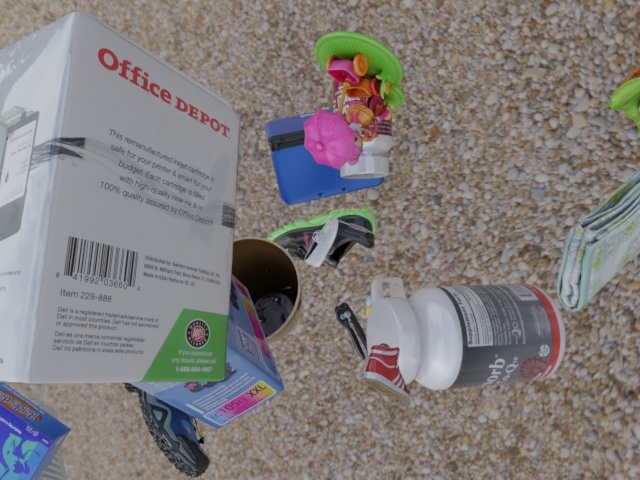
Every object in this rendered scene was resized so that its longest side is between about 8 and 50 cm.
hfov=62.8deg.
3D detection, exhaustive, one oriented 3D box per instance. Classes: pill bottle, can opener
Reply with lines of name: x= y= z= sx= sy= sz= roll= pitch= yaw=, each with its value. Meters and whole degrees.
pill bottle: x=0.086 y=-0.242 z=1.075 sx=0.121 sy=0.121 sz=0.221 roll=-2 pitch=90 yaw=37
pill bottle: x=0.293 y=0.198 z=1.089 sx=0.210 sy=0.363 sz=0.210 roll=180 pitch=90 yaw=-73
can opener: x=0.105 y=0.275 z=1.604 sx=0.059 sy=0.073 sz=0.186 roll=-33 pitch=78 yaw=3

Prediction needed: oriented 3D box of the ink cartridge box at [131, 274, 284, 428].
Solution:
ink cartridge box: x=-0.245 y=0.100 z=0.839 sx=0.151 sy=0.395 sz=0.270 roll=-35 pitch=46 yaw=4

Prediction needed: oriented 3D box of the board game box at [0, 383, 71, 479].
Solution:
board game box: x=-0.469 y=0.308 z=0.721 sx=0.160 sy=0.047 sz=0.210 roll=32 pitch=94 yaw=4

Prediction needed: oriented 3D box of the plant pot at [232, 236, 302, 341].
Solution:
plant pot: x=-0.139 y=0.144 z=1.218 sx=0.237 sy=0.254 sz=0.237 roll=-3 pitch=70 yaw=8

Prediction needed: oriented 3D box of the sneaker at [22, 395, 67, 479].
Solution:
sneaker: x=-0.572 y=0.463 z=0.996 sx=0.150 sy=0.135 sz=0.366 roll=7 pitch=95 yaw=33

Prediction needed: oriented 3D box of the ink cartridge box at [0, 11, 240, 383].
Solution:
ink cartridge box: x=-0.188 y=-0.018 z=0.488 sx=0.121 sy=0.211 sz=0.289 roll=-7 pitch=74 yaw=30

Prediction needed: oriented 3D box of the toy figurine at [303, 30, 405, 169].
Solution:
toy figurine: x=0.040 y=-0.171 z=0.737 sx=0.130 sy=0.173 sz=0.159 roll=10 pitch=74 yaw=38

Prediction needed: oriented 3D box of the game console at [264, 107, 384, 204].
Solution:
game console: x=0.005 y=-0.253 z=1.496 sx=0.250 sy=0.293 sz=0.173 roll=-110 pitch=9 yaw=-59

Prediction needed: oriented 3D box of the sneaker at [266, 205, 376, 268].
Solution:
sneaker: x=-0.018 y=0.018 z=1.946 sx=0.483 sy=0.185 sz=0.202 roll=-18 pitch=82 yaw=26

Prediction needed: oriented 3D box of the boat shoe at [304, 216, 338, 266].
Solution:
boat shoe: x=0.000 y=0.000 z=1.790 sx=0.184 sy=0.063 sz=0.066 roll=-63 pitch=24 yaw=13

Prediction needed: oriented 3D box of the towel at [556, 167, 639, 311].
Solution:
towel: x=0.776 y=-0.002 z=1.388 sx=0.320 sy=0.374 sz=0.090 roll=-37 pitch=54 yaw=-10

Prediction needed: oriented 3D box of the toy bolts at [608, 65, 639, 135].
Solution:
toy bolts: x=0.617 y=-0.218 z=0.817 sx=0.228 sy=0.158 sz=0.218 roll=50 pitch=141 yaw=2

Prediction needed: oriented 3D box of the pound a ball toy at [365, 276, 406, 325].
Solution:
pound a ball toy: x=0.220 y=0.278 z=1.718 sx=0.136 sy=0.319 sz=0.208 roll=-6 pitch=109 yaw=7

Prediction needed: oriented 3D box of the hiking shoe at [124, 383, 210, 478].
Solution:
hiking shoe: x=-0.274 y=0.288 z=0.985 sx=0.304 sy=0.132 sz=0.113 roll=51 pitch=149 yaw=21

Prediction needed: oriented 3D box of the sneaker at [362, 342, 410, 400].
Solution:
sneaker: x=0.107 y=0.197 z=0.789 sx=0.042 sy=0.118 sz=0.067 roll=-5 pitch=57 yaw=35
